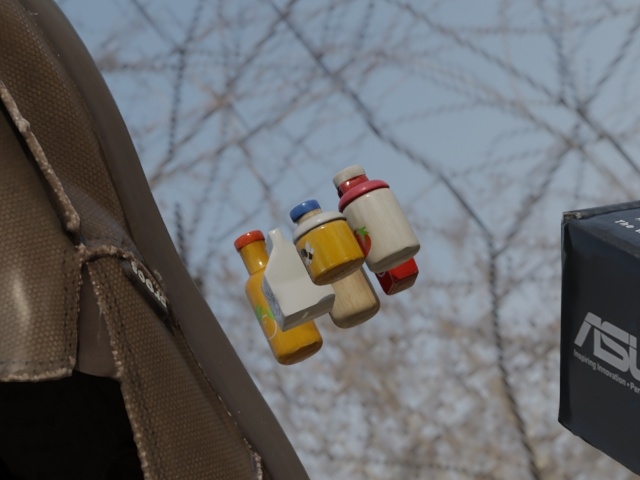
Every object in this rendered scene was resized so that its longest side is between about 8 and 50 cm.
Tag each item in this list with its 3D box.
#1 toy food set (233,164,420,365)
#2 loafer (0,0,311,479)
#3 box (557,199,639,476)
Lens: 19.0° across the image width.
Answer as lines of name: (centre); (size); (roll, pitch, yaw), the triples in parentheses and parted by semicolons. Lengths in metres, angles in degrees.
toy food set: (0.000, 0.000, 1.375); (0.111, 0.104, 0.232); (-23, -15, -11)
loafer: (-0.123, 0.018, 0.699); (0.134, 0.366, 0.130); (-34, 6, 21)
box: (0.210, 0.038, 0.409); (0.216, 0.270, 0.060); (-10, -71, -23)
